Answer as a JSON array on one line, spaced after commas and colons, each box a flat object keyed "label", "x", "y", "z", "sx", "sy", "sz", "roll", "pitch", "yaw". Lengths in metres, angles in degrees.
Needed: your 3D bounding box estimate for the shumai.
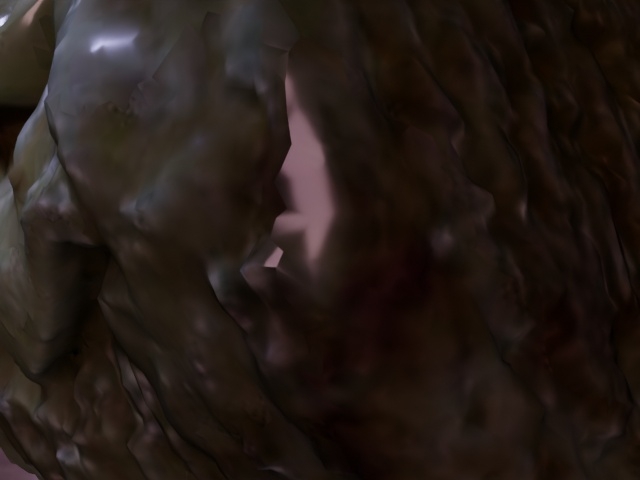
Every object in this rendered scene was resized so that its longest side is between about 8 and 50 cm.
[{"label": "shumai", "x": 0.000, "y": 0.000, "z": 0.540, "sx": 0.348, "sy": 0.395, "sz": 0.395, "roll": -26, "pitch": 68, "yaw": 34}]
